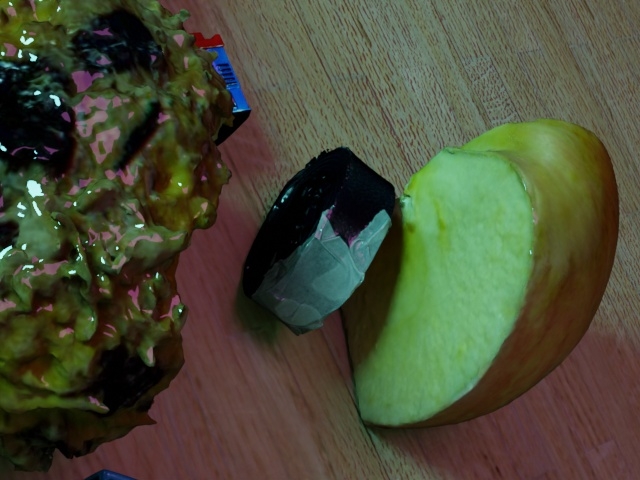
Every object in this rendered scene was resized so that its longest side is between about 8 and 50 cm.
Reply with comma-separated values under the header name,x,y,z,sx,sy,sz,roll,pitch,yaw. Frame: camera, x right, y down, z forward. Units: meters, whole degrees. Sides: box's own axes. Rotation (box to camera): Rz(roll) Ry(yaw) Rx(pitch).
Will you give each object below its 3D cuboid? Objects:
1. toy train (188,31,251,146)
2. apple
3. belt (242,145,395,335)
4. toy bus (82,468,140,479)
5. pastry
name,x,y,z,sx,sy,sz,roll,pitch,yaw
toy train,-0.175,-0.147,1.474,0.204,0.083,0.131,-14,78,-46
apple,0.164,0.027,1.516,0.252,0.309,0.314,49,44,-9
belt,0.000,0.000,1.494,0.078,0.151,0.198,39,52,-20
toy bus,-0.125,0.262,1.258,0.185,0.090,0.106,25,48,-30
pastry,-0.243,-0.045,1.195,0.337,0.292,0.405,22,60,-19
